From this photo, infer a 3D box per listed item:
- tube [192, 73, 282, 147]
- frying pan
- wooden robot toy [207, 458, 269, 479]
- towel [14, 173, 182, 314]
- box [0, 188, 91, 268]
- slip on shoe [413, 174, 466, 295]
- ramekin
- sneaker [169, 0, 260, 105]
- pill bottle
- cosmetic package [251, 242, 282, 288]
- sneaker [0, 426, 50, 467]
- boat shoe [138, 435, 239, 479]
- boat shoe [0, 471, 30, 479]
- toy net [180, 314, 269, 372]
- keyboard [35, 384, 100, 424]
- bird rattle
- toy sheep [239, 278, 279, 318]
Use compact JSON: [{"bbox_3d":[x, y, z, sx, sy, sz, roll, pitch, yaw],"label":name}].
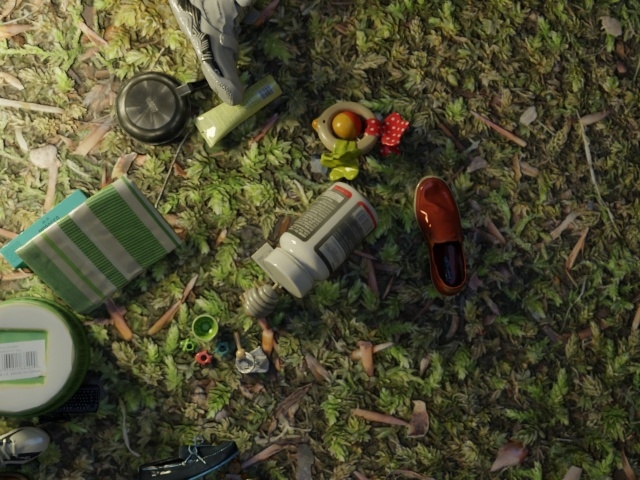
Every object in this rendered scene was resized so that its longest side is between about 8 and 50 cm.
[{"bbox_3d":[-0.216,-0.349,1.850,0.240,0.070,0.062,-35,129,-1],"label":"tube"},{"bbox_3d":[-0.376,-0.355,1.837,0.327,0.053,0.197,-5,87,-3],"label":"frying pan"},{"bbox_3d":[-0.214,0.603,1.799,0.174,0.076,0.078,6,76,-6],"label":"wooden robot toy"},{"bbox_3d":[-0.544,0.015,1.756,0.325,0.038,0.247,-37,120,-5],"label":"towel"},{"bbox_3d":[-0.676,-0.028,1.762,0.244,0.100,0.060,-39,94,-6],"label":"box"},{"bbox_3d":[0.328,-0.015,1.866,0.123,0.101,0.331,-9,87,-5],"label":"slip on shoe"},{"bbox_3d":[-0.719,0.281,1.691,0.304,0.148,0.303,2,81,-15],"label":"ramekin"},{"bbox_3d":[-0.233,-0.534,1.796,0.210,0.137,0.365,-27,78,-6],"label":"sneaker"},{"bbox_3d":[0.000,0.000,1.780,0.161,0.161,0.283,45,75,-2],"label":"pill bottle"},{"bbox_3d":[-0.123,0.066,1.844,0.060,0.041,0.115,-41,92,-7],"label":"cosmetic package"},{"bbox_3d":[-0.791,0.518,1.698,0.235,0.153,0.093,-3,88,-6],"label":"sneaker"},{"bbox_3d":[-0.337,0.557,1.769,0.259,0.109,0.088,-22,86,-9],"label":"boat shoe"},{"bbox_3d":[-0.879,0.628,1.700,0.324,0.120,0.122,-7,88,-6],"label":"boat shoe"},{"bbox_3d":[-0.243,0.291,1.819,0.232,0.045,0.122,32,84,-4],"label":"toy net"},{"bbox_3d":[-0.659,0.417,1.775,0.192,0.038,0.100,-1,88,-5],"label":"keyboard"},{"bbox_3d":[0.096,-0.286,1.846,0.254,0.143,0.207,-36,75,-9],"label":"bird rattle"},{"bbox_3d":[-0.152,0.152,1.814,0.091,0.091,0.132,42,116,-3],"label":"toy sheep"}]
